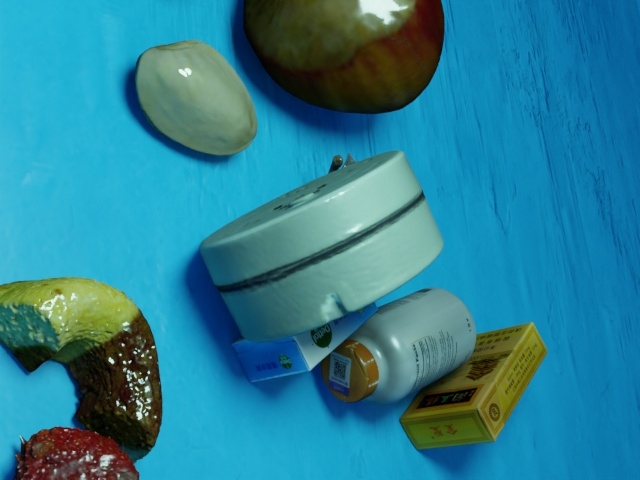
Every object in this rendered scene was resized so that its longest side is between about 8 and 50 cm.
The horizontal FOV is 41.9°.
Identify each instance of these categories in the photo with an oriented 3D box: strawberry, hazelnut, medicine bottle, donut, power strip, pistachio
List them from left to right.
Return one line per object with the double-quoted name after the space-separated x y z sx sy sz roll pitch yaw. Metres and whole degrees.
-0.289 0.277 0.966 0.131 0.148 0.131 18 62 -39 "strawberry"
-0.273 0.140 1.061 0.295 0.112 0.151 55 47 -18 "donut"
-0.189 -0.219 1.275 0.223 0.126 0.152 31 89 -40 "pistachio"
0.000 0.000 1.239 0.357 0.357 0.161 -35 102 -46 "power strip"
0.041 -0.381 1.428 0.366 0.366 0.366 18 63 -40 "hazelnut"
0.129 0.184 1.420 0.288 0.157 0.157 -16 87 -47 "medicine bottle"

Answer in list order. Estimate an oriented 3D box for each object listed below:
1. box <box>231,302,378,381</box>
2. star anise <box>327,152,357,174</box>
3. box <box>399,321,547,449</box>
-0.022 0.135 1.297 0.194 0.139 0.073 -34 100 -46 "box"
0.066 -0.061 1.468 0.231 0.089 0.209 58 7 -20 "star anise"
0.287 0.266 1.538 0.274 0.174 0.076 -41 104 -45 "box"
